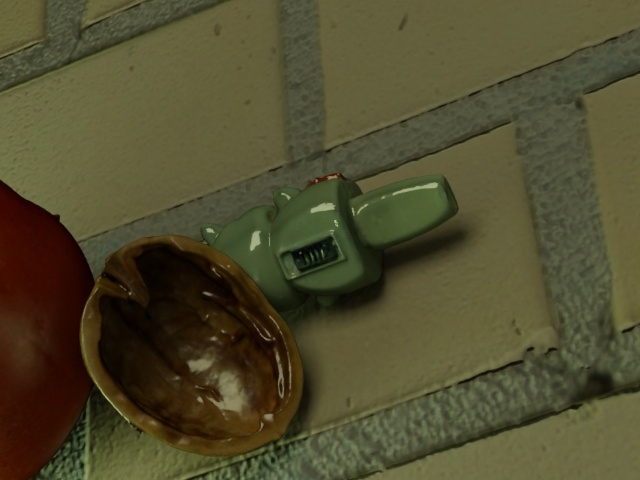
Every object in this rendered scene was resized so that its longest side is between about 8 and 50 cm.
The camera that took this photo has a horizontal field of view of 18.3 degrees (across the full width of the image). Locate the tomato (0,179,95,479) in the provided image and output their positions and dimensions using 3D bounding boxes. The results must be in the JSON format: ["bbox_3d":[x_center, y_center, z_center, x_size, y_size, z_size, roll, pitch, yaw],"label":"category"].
[{"bbox_3d":[-0.349,0.088,1.731,0.321,0.321,0.321,-18,45,19],"label":"tomato"}]

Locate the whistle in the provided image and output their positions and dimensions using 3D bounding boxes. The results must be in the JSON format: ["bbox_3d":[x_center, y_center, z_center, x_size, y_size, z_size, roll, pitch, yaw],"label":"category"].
[{"bbox_3d":[-0.001,-0.001,1.728,0.253,0.102,0.106,-21,41,20],"label":"whistle"}]

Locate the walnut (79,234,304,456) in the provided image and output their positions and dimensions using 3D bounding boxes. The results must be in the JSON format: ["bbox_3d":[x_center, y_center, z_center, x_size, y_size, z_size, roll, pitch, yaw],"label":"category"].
[{"bbox_3d":[-0.116,0.102,1.687,0.167,0.087,0.211,-40,85,-25],"label":"walnut"}]
